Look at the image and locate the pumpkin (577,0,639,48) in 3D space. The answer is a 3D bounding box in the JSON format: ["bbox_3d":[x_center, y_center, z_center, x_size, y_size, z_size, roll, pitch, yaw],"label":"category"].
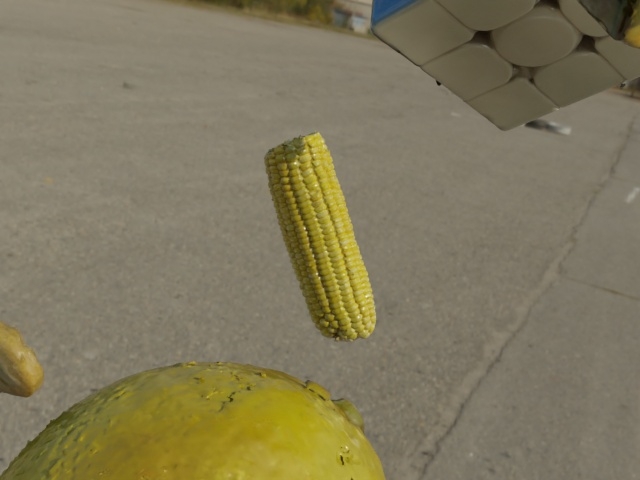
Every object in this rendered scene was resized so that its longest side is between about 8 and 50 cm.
[{"bbox_3d":[0.283,-0.267,0.517,0.256,0.303,0.225,24,41,-53],"label":"pumpkin"}]

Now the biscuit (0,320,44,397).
[{"bbox_3d":[-0.326,0.113,0.710,0.153,0.234,0.030,57,37,-1],"label":"biscuit"}]

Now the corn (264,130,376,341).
[{"bbox_3d":[0.000,0.000,0.924,0.081,0.248,0.081,-16,15,4],"label":"corn"}]

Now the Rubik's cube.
[{"bbox_3d":[0.267,-0.362,1.039,0.291,0.290,0.292,26,-33,-35],"label":"Rubik's cube"}]

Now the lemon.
[{"bbox_3d":[-0.083,0.192,0.475,0.236,0.236,0.263,17,50,18],"label":"lemon"}]
